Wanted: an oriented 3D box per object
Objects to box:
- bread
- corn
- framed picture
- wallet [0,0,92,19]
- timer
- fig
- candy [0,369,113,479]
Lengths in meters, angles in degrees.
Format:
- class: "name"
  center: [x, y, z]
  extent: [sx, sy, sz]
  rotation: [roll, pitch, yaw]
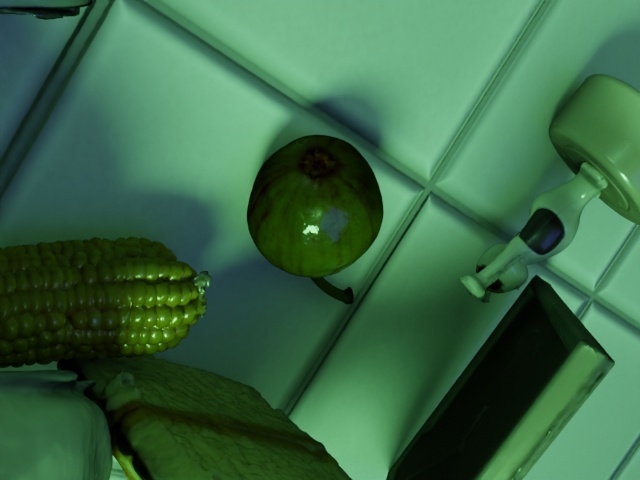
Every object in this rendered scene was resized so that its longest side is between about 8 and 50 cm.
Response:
- class: "bread"
  center: [-0.118, 0.221, 0.651]
  extent: [0.198, 0.263, 0.236]
  rotation: [-55, 135, -4]
- class: "corn"
  center: [-0.242, 0.049, 0.581]
  extent: [0.313, 0.102, 0.102]
  rotation: [-2, 116, -30]
- class: "framed picture"
  center: [0.145, 0.193, 0.774]
  extent: [0.326, 0.028, 0.446]
  rotation: [-55, 173, 10]
- class: "wallet"
  center: [-0.213, -0.246, 0.459]
  extent: [0.170, 0.069, 0.231]
  rotation: [-10, 121, -36]
- class: "timer"
  center: [0.265, -0.031, 0.864]
  extent: [0.266, 0.175, 0.175]
  rotation: [-44, 132, 6]
- class: "fig"
  center: [0.000, 0.000, 0.737]
  extent: [0.124, 0.124, 0.236]
  rotation: [-35, 153, -14]
- class: "candy"
  center: [-0.310, 0.165, 0.434]
  extent: [0.427, 0.386, 0.186]
  rotation: [12, 68, -63]
